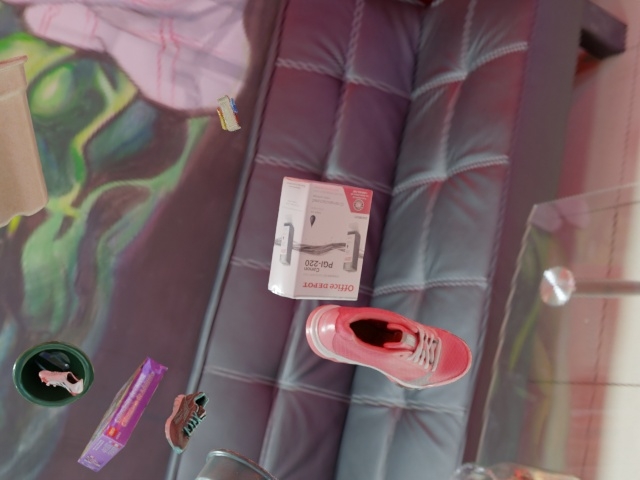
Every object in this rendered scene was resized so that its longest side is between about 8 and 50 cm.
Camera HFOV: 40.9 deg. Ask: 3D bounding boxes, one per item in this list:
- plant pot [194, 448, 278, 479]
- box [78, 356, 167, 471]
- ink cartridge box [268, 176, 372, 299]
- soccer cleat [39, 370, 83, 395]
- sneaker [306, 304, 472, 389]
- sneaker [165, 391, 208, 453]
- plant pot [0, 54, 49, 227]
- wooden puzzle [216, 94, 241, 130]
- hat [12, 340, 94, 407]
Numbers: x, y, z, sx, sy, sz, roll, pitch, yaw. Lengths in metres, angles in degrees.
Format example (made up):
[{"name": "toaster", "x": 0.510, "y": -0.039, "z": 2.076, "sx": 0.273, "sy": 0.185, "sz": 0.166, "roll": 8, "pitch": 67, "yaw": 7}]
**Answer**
[{"name": "plant pot", "x": -0.249, "y": 0.759, "z": 2.129, "sx": 0.334, "sy": 0.341, "sz": 0.341, "roll": -48, "pitch": 10, "yaw": -35}, {"name": "box", "x": -0.454, "y": 0.401, "z": 1.959, "sx": 0.293, "sy": 0.057, "sz": 0.201, "roll": -45, "pitch": 16, "yaw": 54}, {"name": "ink cartridge box", "x": 0.000, "y": 0.000, "z": 1.617, "sx": 0.092, "sy": 0.159, "sz": 0.217, "roll": 16, "pitch": 99, "yaw": 52}, {"name": "soccer cleat", "x": -0.448, "y": 0.239, "z": 1.488, "sx": 0.029, "sy": 0.083, "sz": 0.035, "roll": -48, "pitch": -22, "yaw": -62}, {"name": "sneaker", "x": 0.136, "y": 0.183, "z": 1.446, "sx": 0.136, "sy": 0.314, "sz": 0.116, "roll": -21, "pitch": 56, "yaw": 64}, {"name": "sneaker", "x": -0.284, "y": 0.384, "z": 1.851, "sx": 0.076, "sy": 0.065, "sz": 0.166, "roll": -24, "pitch": 31, "yaw": 17}, {"name": "plant pot", "x": -0.712, "y": -0.183, "z": 1.747, "sx": 0.334, "sy": 0.334, "sz": 0.305, "roll": 28, "pitch": 135, "yaw": 64}, {"name": "wooden puzzle", "x": -0.186, "y": -0.259, "z": 1.750, "sx": 0.116, "sy": 0.014, "sz": 0.078, "roll": 17, "pitch": 129, "yaw": 64}, {"name": "hat", "x": -0.633, "y": 0.282, "z": 2.046, "sx": 0.208, "sy": 0.173, "sz": 0.183, "roll": -25, "pitch": 23, "yaw": 3}]
